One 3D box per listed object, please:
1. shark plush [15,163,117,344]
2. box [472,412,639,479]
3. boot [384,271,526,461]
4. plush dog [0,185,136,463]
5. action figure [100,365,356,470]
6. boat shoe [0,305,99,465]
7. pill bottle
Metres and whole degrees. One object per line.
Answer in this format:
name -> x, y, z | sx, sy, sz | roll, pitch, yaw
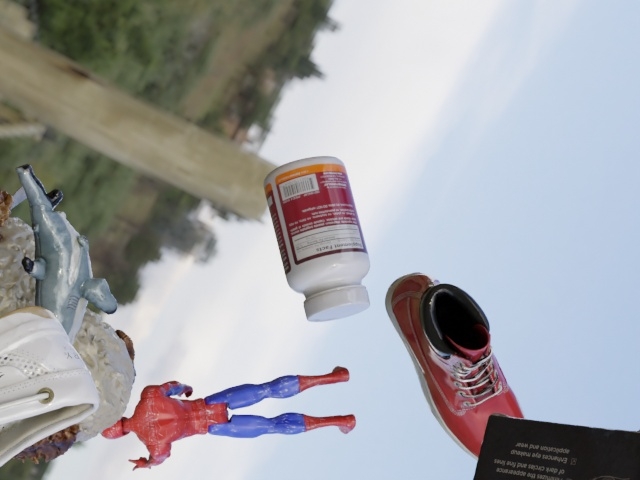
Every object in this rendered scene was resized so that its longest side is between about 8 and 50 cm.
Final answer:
shark plush -> -0.222, 0.016, 1.285 | 0.067, 0.073, 0.161 | -33, 129, -51
box -> 0.181, 0.212, 1.063 | 0.156, 0.093, 0.158 | 0, -112, 52
boot -> 0.163, 0.148, 1.610 | 0.088, 0.244, 0.176 | -33, -170, -9
plush dog -> -0.268, 0.089, 1.427 | 0.210, 0.225, 0.262 | -46, 178, 34
action figure -> -0.116, 0.199, 1.726 | 0.139, 0.280, 0.091 | 147, -63, -67
boat shoe -> -0.274, 0.153, 1.016 | 0.277, 0.096, 0.098 | -34, 157, -12
pill bottle -> 0.000, 0.000, 1.514 | 0.086, 0.086, 0.152 | 136, -57, -64
